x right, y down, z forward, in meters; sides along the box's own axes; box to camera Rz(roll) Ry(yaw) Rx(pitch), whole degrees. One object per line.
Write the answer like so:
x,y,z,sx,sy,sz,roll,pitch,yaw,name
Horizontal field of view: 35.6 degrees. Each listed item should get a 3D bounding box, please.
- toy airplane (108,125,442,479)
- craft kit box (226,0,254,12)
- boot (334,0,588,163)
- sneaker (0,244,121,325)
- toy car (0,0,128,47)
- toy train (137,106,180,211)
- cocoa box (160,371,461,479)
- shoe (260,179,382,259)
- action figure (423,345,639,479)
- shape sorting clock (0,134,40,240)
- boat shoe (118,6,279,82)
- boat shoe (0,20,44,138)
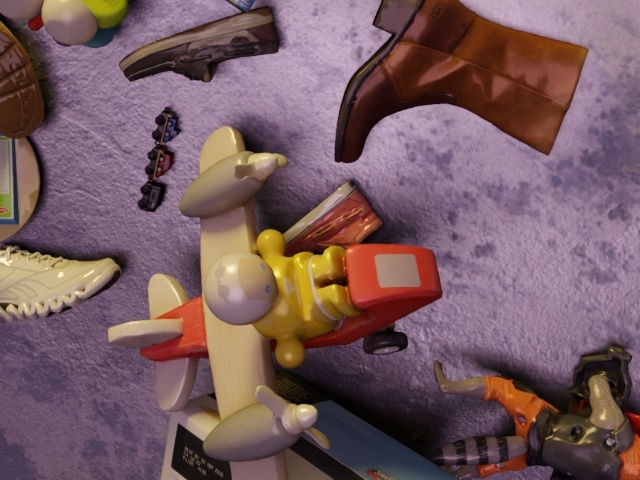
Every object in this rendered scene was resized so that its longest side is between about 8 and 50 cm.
-0.095,0.082,1.248,0.386,0.272,0.384,34,85,21,toy airplane
-0.132,-0.452,1.228,0.246,0.061,0.250,31,96,-18,craft kit box
0.175,-0.179,1.317,0.280,0.096,0.264,22,102,-5,boot
-0.439,0.059,1.482,0.292,0.110,0.118,-13,96,14,sneaker
-0.343,-0.322,1.333,0.182,0.159,0.136,25,144,2,toy car
-0.229,-0.113,1.425,0.036,0.027,0.158,16,110,2,toy train
-0.025,0.369,1.361,0.347,0.228,0.232,26,114,36,cocoa box
0.000,0.000,1.398,0.178,0.063,0.081,-39,92,15,shoe
0.320,0.322,1.386,0.330,0.178,0.342,3,105,20,action figure
-0.512,-0.094,1.475,0.206,0.040,0.206,1,95,8,shape sorting clock
-0.162,-0.248,1.343,0.223,0.080,0.074,-18,98,11,boat shoe
-0.477,-0.277,1.396,0.104,0.089,0.285,-28,106,-6,boat shoe
